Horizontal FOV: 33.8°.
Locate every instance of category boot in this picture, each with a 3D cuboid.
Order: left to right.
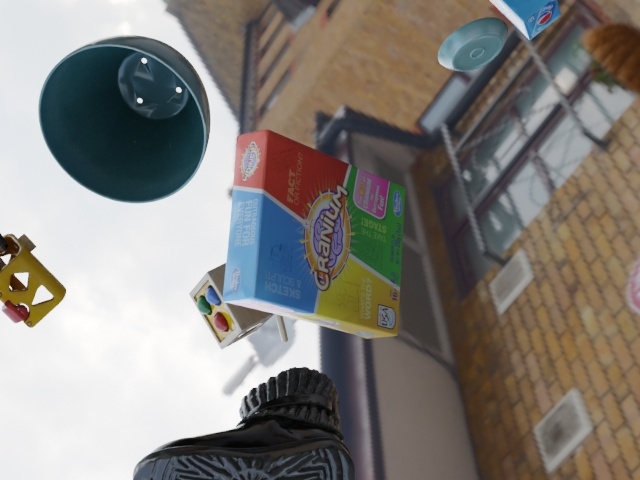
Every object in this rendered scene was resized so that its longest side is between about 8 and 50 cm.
[{"bbox_3d":[-0.124,0.317,1.669,0.347,0.131,0.260,-1,-156,-11],"label":"boot"}]

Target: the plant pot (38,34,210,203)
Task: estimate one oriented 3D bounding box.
[{"bbox_3d":[-0.315,-0.237,1.831,0.290,0.290,0.195,33,-149,-9],"label":"plant pot"}]

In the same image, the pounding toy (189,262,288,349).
[{"bbox_3d":[-0.142,0.127,1.933,0.094,0.206,0.181,-26,-99,-30],"label":"pounding toy"}]

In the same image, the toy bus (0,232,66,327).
[{"bbox_3d":[-0.491,0.038,1.651,0.191,0.104,0.202,45,168,5],"label":"toy bus"}]

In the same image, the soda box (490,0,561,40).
[{"bbox_3d":[0.312,-0.440,1.785,0.210,0.071,0.067,53,-176,28],"label":"soda box"}]

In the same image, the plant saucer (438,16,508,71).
[{"bbox_3d":[0.245,-0.303,1.662,0.119,0.119,0.021,11,-131,-47],"label":"plant saucer"}]

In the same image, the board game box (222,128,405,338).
[{"bbox_3d":[0.000,0.000,1.539,0.316,0.064,0.242,18,-109,-46],"label":"board game box"}]
